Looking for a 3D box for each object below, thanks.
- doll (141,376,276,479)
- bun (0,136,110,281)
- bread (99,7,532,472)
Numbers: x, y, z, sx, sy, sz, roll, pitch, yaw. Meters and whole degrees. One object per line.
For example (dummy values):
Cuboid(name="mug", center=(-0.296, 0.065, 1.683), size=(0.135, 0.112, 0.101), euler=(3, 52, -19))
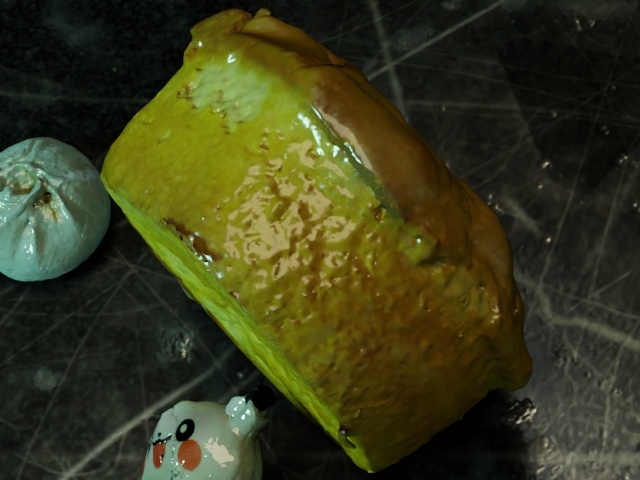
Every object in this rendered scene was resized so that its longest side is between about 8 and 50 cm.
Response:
Cuboid(name="doll", center=(-0.099, 0.212, 1.638), size=(0.095, 0.149, 0.192), euler=(20, 69, -23))
Cuboid(name="bun", center=(-0.262, -0.034, 1.822), size=(0.140, 0.083, 0.141), euler=(-3, 58, 4))
Cuboid(name="bread", center=(0.000, 0.000, 1.607), size=(0.215, 0.398, 0.398), euler=(-42, 63, -8))
